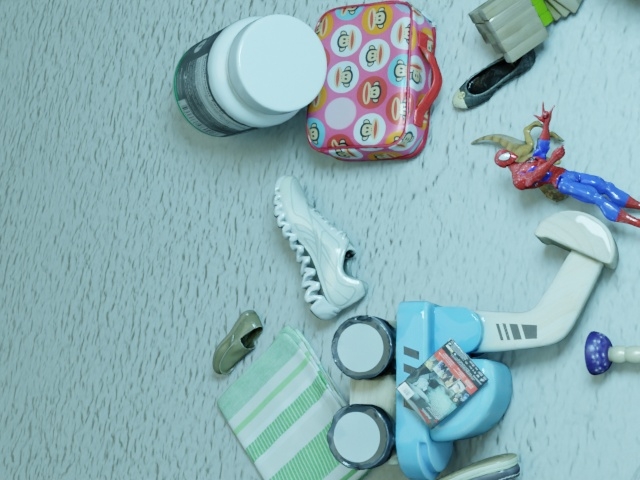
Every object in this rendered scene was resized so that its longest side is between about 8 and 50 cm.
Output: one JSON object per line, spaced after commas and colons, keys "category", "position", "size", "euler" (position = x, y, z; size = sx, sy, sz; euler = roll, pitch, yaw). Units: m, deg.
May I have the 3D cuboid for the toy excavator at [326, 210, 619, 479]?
{"category": "toy excavator", "position": [0.260, 0.177, 1.662], "size": [0.445, 0.222, 0.433], "euler": [-2, 80, 20]}

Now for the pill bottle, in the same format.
{"category": "pill bottle", "position": [-0.137, -0.310, 1.915], "size": [0.361, 0.204, 0.204], "euler": [2, 81, 65]}

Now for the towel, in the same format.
{"category": "towel", "position": [-0.049, 0.356, 1.917], "size": [0.248, 0.038, 0.325], "euler": [-48, 59, 19]}

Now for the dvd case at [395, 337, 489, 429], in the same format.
{"category": "dvd case", "position": [0.188, 0.222, 1.568], "size": [0.119, 0.013, 0.087], "euler": [-42, 75, 0]}

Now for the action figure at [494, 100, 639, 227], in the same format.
{"category": "action figure", "position": [0.411, -0.121, 1.603], "size": [0.280, 0.091, 0.139], "euler": [19, 128, 24]}

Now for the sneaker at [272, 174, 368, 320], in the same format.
{"category": "sneaker", "position": [0.000, 0.000, 1.918], "size": [0.118, 0.110, 0.292], "euler": [-27, 75, 19]}

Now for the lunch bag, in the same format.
{"category": "lunch bag", "position": [0.109, -0.297, 1.880], "size": [0.258, 0.120, 0.293], "euler": [1, 81, 34]}

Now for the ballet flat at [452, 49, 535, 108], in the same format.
{"category": "ballet flat", "position": [0.302, -0.293, 1.789], "size": [0.173, 0.049, 0.057], "euler": [-34, 63, 25]}

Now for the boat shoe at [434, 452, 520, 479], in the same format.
{"category": "boat shoe", "position": [0.220, 0.437, 1.682], "size": [0.285, 0.103, 0.092], "euler": [-32, 73, 28]}

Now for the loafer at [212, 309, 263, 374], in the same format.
{"category": "loafer", "position": [-0.164, 0.209, 2.011], "size": [0.050, 0.056, 0.148], "euler": [37, 103, 40]}

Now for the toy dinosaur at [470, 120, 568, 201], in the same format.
{"category": "toy dinosaur", "position": [0.346, -0.153, 1.724], "size": [0.112, 0.064, 0.211], "euler": [-52, 57, 17]}

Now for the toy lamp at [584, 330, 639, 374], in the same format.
{"category": "toy lamp", "position": [0.543, 0.173, 1.521], "size": [0.275, 0.080, 0.080], "euler": [-2, 80, 37]}

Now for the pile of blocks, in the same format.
{"category": "pile of blocks", "position": [0.382, -0.473, 1.744], "size": [0.362, 0.149, 0.112], "euler": [-59, 21, -1]}
